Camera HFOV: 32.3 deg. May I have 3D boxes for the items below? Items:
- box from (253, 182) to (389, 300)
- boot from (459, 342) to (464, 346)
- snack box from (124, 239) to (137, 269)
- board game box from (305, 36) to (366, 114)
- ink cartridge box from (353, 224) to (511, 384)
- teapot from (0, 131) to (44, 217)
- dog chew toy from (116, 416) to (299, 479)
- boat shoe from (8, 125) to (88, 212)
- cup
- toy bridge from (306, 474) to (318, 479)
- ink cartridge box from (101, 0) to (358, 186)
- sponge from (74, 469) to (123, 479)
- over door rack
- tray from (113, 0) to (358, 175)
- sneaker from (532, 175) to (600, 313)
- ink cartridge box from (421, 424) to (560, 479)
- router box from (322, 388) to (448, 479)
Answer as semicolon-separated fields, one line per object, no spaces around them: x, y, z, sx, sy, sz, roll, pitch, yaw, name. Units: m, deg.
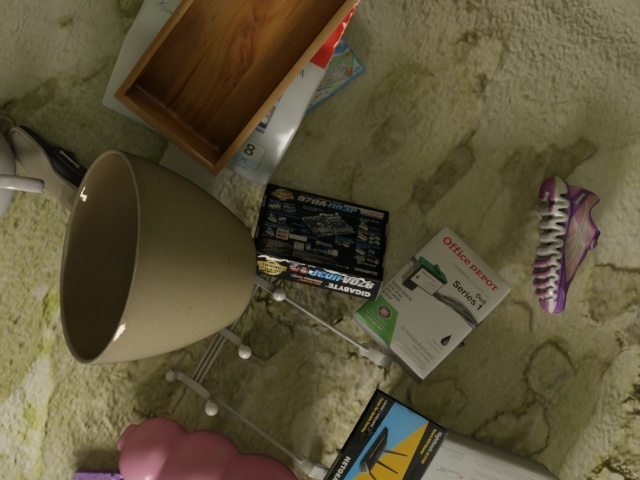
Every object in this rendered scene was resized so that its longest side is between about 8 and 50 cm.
0.000;0.000;1.835;0.220;0.175;0.051;13;133;-4;box
0.180;0.165;1.916;0.087;0.042;0.118;-43;90;2;boot
-0.324;0.029;1.879;0.141;0.037;0.100;13;93;-5;snack box
-0.014;-0.287;1.888;0.154;0.026;0.103;-36;94;-1;board game box
0.188;0.106;1.854;0.160;0.092;0.219;44;80;10;ink cartridge box
-0.617;-0.107;1.782;0.256;0.187;0.252;-38;95;-2;teapot
-0.189;0.412;1.833;0.332;0.206;0.206;32;91;4;dog chew toy
-0.439;-0.120;1.865;0.206;0.075;0.065;45;47;1;boat shoe
-0.242;0.037;1.735;0.237;0.331;0.331;8;92;-30;cup
-0.024;0.481;1.905;0.026;0.063;0.188;9;93;-4;toy bridge
-0.144;-0.303;1.745;0.308;0.091;0.385;27;130;-4;ink cartridge box
-0.363;0.499;1.902;0.117;0.031;0.210;0;93;-3;sponge
-0.075;0.208;1.826;0.324;0.108;0.239;31;91;16;over door rack
-0.112;-0.317;1.671;0.203;0.076;0.411;38;113;-9;tray
0.428;0.010;1.899;0.104;0.095;0.236;5;91;-11;sneaker
0.207;0.467;1.884;0.309;0.130;0.272;21;91;-3;ink cartridge box
0.104;0.349;1.787;0.133;0.046;0.179;30;91;-1;router box
